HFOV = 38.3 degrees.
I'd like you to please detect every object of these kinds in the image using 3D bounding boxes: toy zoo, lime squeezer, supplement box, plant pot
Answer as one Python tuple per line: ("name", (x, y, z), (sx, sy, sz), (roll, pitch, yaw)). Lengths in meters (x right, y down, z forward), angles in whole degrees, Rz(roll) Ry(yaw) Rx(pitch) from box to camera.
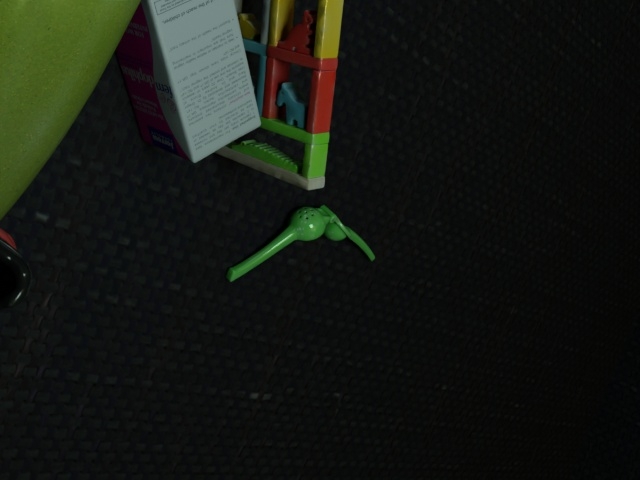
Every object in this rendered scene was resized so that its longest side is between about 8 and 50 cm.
("toy zoo", (-0.056, -0.227, 1.120), (0.030, 0.192, 0.293), (-14, 118, -43))
("lime squeezer", (0.000, 0.000, 1.393), (0.310, 0.059, 0.109), (-7, 112, -46))
("supplement box", (-0.162, -0.219, 1.072), (0.114, 0.111, 0.220), (-36, 131, -30))
("plant pot", (-0.339, -0.145, 0.837), (0.275, 0.275, 0.293), (0, 123, -47))

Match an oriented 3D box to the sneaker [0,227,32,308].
("sneaker", (-0.407, 0.021, 0.908), (0.276, 0.135, 0.097), (12, 101, -48))
